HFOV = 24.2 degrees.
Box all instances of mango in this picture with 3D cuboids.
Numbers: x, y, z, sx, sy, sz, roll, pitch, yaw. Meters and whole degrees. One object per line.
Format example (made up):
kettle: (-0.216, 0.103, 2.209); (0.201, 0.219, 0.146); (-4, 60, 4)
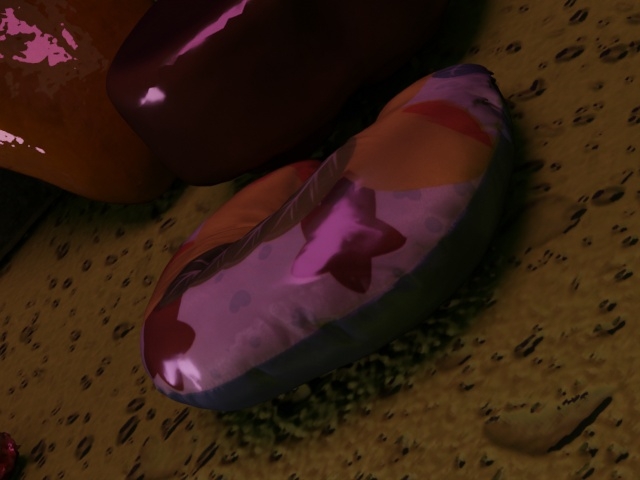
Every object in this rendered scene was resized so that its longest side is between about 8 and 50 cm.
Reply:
mango: (-0.227, -0.147, 1.118); (0.332, 0.142, 0.195); (18, 73, 20)

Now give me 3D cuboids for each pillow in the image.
pillow: (0.000, 0.000, 0.795); (0.233, 0.086, 0.214); (-31, 20, 31)

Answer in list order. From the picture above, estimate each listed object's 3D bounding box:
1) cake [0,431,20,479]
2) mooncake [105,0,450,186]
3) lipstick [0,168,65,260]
cake: (-0.316, 0.130, 0.966); (0.159, 0.158, 0.262); (-47, 26, -12)
mooncake: (-0.025, -0.135, 0.954); (0.235, 0.117, 0.235); (-36, 18, 14)
lipstick: (-0.258, -0.050, 1.205); (0.289, 0.077, 0.076); (-50, 34, -11)
